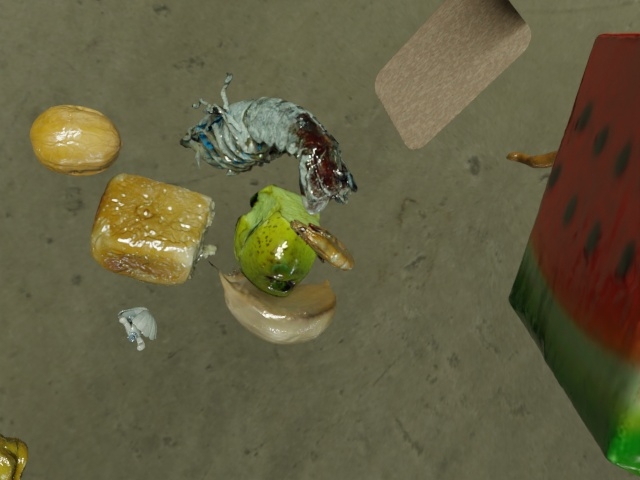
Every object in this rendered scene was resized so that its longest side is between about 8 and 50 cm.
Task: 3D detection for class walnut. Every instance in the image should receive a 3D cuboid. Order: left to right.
[{"bbox_3d":[-0.627,-0.254,1.819,0.226,0.193,0.193,5,97,-26],"label":"walnut"}]

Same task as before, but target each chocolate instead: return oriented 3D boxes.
[{"bbox_3d":[0.310,-0.007,0.600,0.162,0.360,0.341,12,108,-4],"label":"chocolate"}]

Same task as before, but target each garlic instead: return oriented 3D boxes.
[{"bbox_3d":[-0.125,0.167,1.787,0.339,0.196,0.151,10,139,-15],"label":"garlic"}]

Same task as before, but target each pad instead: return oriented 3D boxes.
[{"bbox_3d":[0.202,-0.286,1.137,0.266,0.002,0.176,-43,57,31],"label":"pad"}]

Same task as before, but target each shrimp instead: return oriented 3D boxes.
[{"bbox_3d":[-0.037,-0.076,0.493,0.174,0.082,0.076,24,121,46],"label":"shrimp"},{"bbox_3d":[0.006,-0.005,1.289,0.162,0.095,0.045,37,125,-28],"label":"shrimp"}]

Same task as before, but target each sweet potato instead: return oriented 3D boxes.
[{"bbox_3d":[0.513,-0.188,1.639,0.179,0.044,0.044,2,96,50],"label":"sweet potato"}]

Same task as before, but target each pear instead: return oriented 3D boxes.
[{"bbox_3d":[-0.114,0.027,1.617,0.164,0.255,0.238,26,115,-17],"label":"pear"}]

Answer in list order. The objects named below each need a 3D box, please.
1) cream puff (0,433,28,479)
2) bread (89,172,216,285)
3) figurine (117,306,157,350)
[{"bbox_3d":[-0.302,0.208,0.631,0.083,0.083,0.058,-4,111,50],"label":"cream puff"},{"bbox_3d":[-0.334,-0.007,1.451,0.247,0.176,0.195,15,57,-5],"label":"bread"},{"bbox_3d":[-0.410,0.191,1.575,0.082,0.094,0.086,-27,52,14],"label":"figurine"}]
